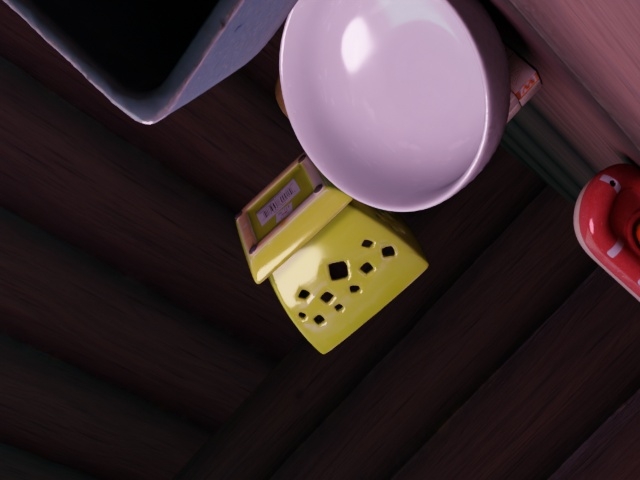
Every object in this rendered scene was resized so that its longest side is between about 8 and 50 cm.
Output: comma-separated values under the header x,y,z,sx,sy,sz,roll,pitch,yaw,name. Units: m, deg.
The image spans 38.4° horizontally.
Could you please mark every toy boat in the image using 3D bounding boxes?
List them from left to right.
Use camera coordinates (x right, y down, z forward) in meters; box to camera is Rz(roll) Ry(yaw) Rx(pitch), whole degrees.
x,y,z,sx,sy,sz,roll,pitch,yaw,name
0.477,-0.013,1.303,0.231,0.151,0.151,41,159,-1,toy boat

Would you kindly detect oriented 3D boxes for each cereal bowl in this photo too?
x,y,z,sx,sy,sz,roll,pitch,yaw,name
0.113,-0.216,1.237,0.339,0.339,0.141,45,-137,17,cereal bowl

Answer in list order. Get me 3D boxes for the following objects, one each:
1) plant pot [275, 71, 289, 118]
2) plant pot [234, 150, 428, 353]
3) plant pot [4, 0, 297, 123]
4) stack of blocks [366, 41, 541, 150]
x,y,z,sx,sy,sz,roll,pitch,yaw,name
0.058,-0.323,1.465,0.237,0.237,0.254,47,148,25,plant pot
0.000,0.000,1.451,0.207,0.228,0.227,43,-169,-28,plant pot
-0.072,-0.259,0.561,0.247,0.248,0.252,42,-154,2,plant pot
0.162,-0.184,1.374,0.171,0.297,0.087,46,-170,16,stack of blocks
